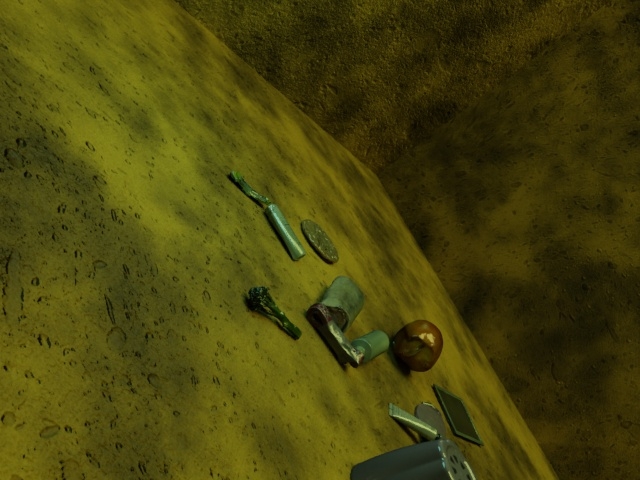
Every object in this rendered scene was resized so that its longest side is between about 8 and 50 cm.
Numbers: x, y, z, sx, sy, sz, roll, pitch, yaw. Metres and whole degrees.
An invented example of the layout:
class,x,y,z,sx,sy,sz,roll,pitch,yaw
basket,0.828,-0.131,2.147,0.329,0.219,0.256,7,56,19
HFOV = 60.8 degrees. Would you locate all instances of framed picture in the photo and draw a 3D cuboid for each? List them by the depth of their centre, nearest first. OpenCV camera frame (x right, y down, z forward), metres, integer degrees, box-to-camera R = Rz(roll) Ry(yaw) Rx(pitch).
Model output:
class,x,y,z,sx,sy,sz,roll,pitch,yaw
framed picture,0.581,0.741,2.309,0.293,0.018,0.231,37,24,-44

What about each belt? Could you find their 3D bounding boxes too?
class,x,y,z,sx,sy,sz,roll,pitch,yaw
belt,0.040,0.294,1.679,0.232,0.071,0.053,51,24,3

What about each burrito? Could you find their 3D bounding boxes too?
class,x,y,z,sx,sy,sz,roll,pitch,yaw
burrito,0.072,0.218,1.842,0.143,0.105,0.299,49,19,-1

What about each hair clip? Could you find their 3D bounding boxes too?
class,x,y,z,sx,sy,sz,roll,pitch,yaw
hair clip,0.394,0.670,1.869,0.358,0.110,0.095,-95,179,-63
hair clip,-0.246,-0.180,1.891,0.188,0.033,0.060,41,19,-28

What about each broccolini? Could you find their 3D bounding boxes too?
class,x,y,z,sx,sy,sz,roll,pitch,yaw
broccolini,-0.118,0.206,1.468,0.216,0.067,0.058,54,18,-30

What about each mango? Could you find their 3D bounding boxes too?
class,x,y,z,sx,sy,sz,roll,pitch,yaw
mango,0.386,0.416,2.178,0.350,0.199,0.201,13,71,-83

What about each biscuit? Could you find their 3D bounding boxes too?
class,x,y,z,sx,sy,sz,roll,pitch,yaw
biscuit,-0.001,0.001,2.188,0.220,0.033,0.219,46,18,-19

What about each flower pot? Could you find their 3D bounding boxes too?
class,x,y,z,sx,sy,sz,roll,pitch,yaw
flower pot,0.247,0.613,1.312,0.265,0.243,0.265,50,18,-22

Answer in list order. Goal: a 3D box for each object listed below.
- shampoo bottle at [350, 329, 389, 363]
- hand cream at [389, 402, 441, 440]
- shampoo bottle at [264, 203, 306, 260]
class,x,y,z,sx,sy,sz,roll,pitch,yaw
shampoo bottle,0.157,0.357,1.823,0.085,0.085,0.262,58,18,14
hand cream,0.304,0.598,1.779,0.195,0.042,0.067,31,24,-2
shampoo bottle,-0.123,-0.029,1.899,0.212,0.049,0.072,59,21,12
